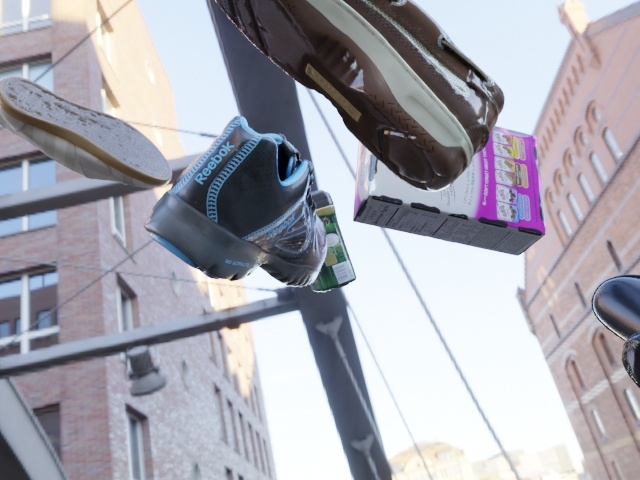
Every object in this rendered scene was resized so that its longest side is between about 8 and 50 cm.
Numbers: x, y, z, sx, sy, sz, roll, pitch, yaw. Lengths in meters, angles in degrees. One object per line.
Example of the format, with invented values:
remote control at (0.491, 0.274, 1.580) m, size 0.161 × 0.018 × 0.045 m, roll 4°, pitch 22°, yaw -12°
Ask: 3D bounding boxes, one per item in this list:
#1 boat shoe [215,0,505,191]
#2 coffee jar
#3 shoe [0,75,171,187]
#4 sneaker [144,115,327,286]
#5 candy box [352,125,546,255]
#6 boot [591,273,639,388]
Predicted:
boat shoe at (0.016, -0.151, 0.413) m, size 0.095 × 0.257 × 0.095 m, roll -46°, pitch 6°, yaw -15°
coffee jar at (0.000, 0.000, 1.165) m, size 0.079 × 0.184 × 0.096 m, roll -18°, pitch 1°, yaw -22°
shoe at (-0.286, -0.121, 0.760) m, size 0.219 × 0.076 × 0.058 m, roll 28°, pitch -49°, yaw -28°
sneaker at (-0.044, -0.034, 0.678) m, size 0.139 × 0.125 × 0.341 m, roll -56°, pitch -12°, yaw 7°
candy box at (0.165, -0.082, 0.812) m, size 0.233 × 0.159 × 0.071 m, roll 12°, pitch -30°, yaw -10°
boot at (0.390, 0.109, 0.707) m, size 0.207 × 0.246 × 0.094 m, roll 6°, pitch -70°, yaw -43°
